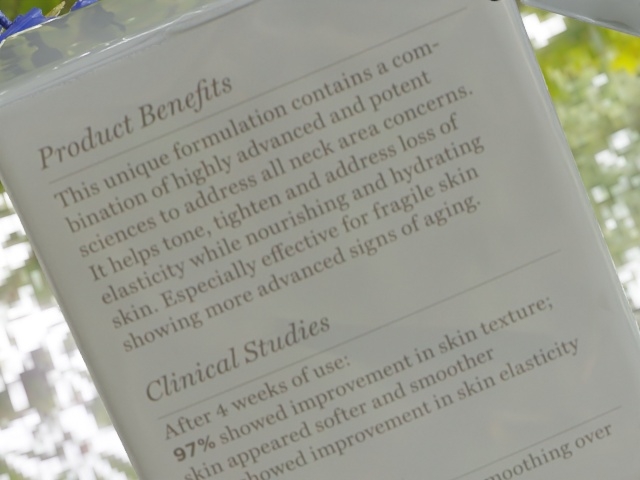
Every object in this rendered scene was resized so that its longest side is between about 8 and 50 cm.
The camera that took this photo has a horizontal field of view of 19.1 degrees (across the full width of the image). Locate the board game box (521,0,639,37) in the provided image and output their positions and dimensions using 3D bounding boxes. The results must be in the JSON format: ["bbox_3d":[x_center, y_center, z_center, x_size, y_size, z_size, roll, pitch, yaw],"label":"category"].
[{"bbox_3d":[0.394,-0.335,1.561,0.390,0.390,0.050,17,19,11],"label":"board game box"}]

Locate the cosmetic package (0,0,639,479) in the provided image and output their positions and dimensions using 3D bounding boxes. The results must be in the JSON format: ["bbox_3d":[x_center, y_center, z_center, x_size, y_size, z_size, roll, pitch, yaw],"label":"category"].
[{"bbox_3d":[0.000,0.000,1.301,0.329,0.394,0.327,-22,14,0],"label":"cosmetic package"}]

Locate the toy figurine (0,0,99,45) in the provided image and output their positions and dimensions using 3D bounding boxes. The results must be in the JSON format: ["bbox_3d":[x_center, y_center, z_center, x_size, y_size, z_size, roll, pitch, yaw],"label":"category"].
[{"bbox_3d":[-0.243,-0.163,1.672,0.362,0.217,0.191,-49,-26,-43],"label":"toy figurine"}]
